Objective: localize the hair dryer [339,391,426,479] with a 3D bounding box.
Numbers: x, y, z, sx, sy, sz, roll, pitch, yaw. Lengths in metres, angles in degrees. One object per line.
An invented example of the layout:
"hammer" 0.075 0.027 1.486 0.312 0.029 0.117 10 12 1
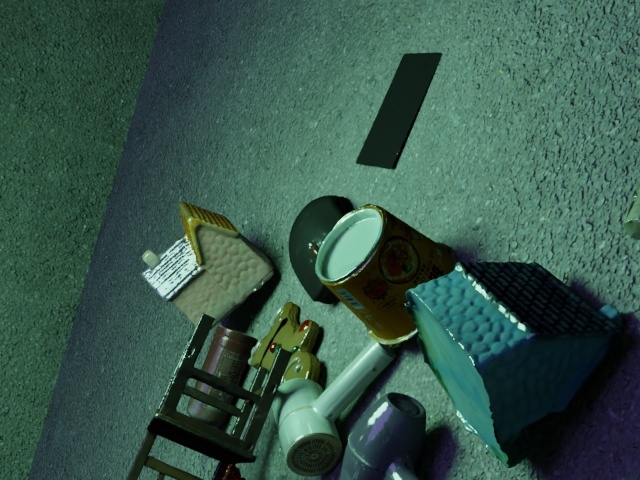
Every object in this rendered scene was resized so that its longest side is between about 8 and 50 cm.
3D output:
"hair dryer" 0.126 0.446 1.653 0.301 0.121 0.361 -67 31 19

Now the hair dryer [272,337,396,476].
"hair dryer" 0.054 0.256 1.949 0.357 0.107 0.173 -47 32 17

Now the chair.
"chair" -0.236 0.382 2.011 0.416 0.203 0.240 -68 10 -20

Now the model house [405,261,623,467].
"model house" 0.287 0.144 1.532 0.241 0.226 0.261 -28 32 -7

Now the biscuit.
"biscuit" -0.071 0.241 2.196 0.197 0.049 0.301 -63 24 12

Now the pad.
"pad" 0.164 -0.274 2.232 0.159 0.009 0.265 19 85 64

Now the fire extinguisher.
"fire extinguisher" -0.239 0.328 2.385 0.105 0.104 0.269 13 81 63

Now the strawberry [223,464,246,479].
"strawberry" -0.182 0.567 2.105 0.174 0.098 0.228 -46 30 33

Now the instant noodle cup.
"instant noodle cup" 0.107 0.049 1.862 0.216 0.172 0.216 -36 31 27

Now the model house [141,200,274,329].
"model house" -0.275 0.044 2.446 0.237 0.237 0.202 -41 21 3

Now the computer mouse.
"computer mouse" 0.000 0.000 2.214 0.170 0.100 0.269 -59 28 20

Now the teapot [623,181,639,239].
"teapot" 0.454 -0.046 1.479 0.067 0.057 0.083 -9 55 56
